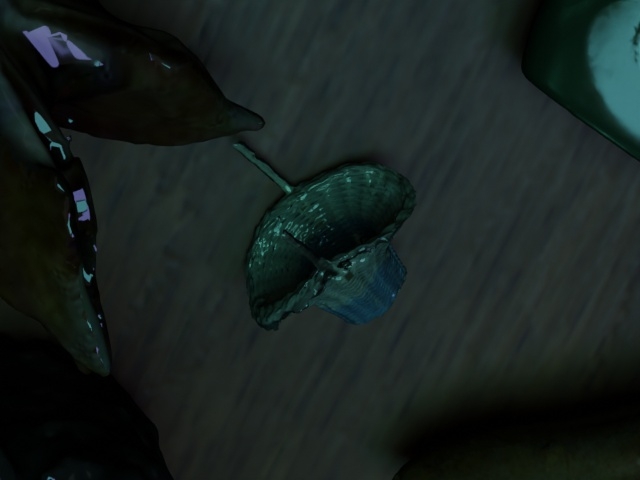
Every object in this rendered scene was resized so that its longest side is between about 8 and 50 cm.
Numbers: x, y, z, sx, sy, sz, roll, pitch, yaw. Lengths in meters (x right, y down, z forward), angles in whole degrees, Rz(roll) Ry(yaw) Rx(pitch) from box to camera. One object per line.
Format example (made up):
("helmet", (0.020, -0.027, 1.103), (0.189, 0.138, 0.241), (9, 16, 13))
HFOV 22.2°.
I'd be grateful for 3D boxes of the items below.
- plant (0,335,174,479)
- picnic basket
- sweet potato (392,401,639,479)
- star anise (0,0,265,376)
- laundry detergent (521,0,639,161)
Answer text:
("plant", (-0.127, 0.160, 0.542), (0.194, 0.320, 0.181), (-12, 110, -5))
("picnic basket", (0.000, 0.000, 0.638), (0.083, 0.065, 0.083), (-35, 127, 11))
("sweet potato", (0.205, 0.096, 0.686), (0.342, 0.092, 0.114), (-16, 86, -1))
("star anise", (-0.136, -0.078, 0.523), (0.288, 0.288, 0.088), (45, 140, -19))
("laundry detergent", (0.178, -0.120, 0.616), (0.137, 0.063, 0.211), (32, 103, -10))
